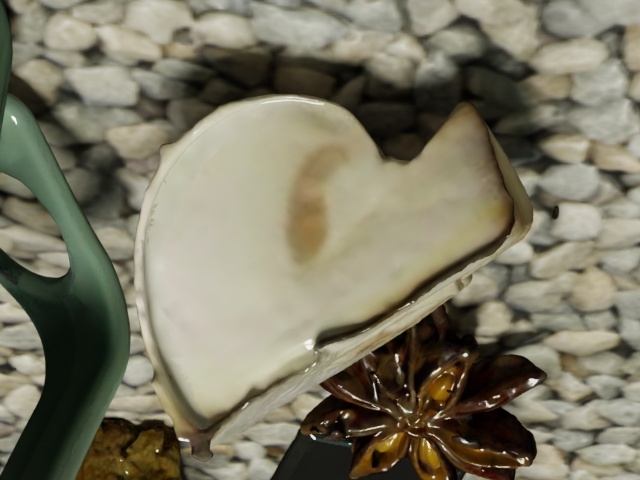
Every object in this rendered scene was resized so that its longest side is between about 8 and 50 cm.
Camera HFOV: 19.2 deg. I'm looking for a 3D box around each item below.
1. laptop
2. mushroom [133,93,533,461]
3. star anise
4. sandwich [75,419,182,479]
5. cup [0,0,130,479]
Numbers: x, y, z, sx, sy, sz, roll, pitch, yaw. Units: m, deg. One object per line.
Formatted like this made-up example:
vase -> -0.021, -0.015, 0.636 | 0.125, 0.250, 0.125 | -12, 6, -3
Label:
laptop -> 0.022, 0.206, 1.466 | 0.135, 0.016, 0.197 | 13, 142, -11
mushroom -> -0.005, -0.006, 1.115 | 0.236, 0.162, 0.173 | -33, 177, 3
star anise -> 0.085, 0.096, 1.267 | 0.177, 0.073, 0.234 | 31, 140, -12
sandwich -> -0.156, 0.328, 1.435 | 0.131, 0.262, 0.325 | 0, 143, 1
cup -> -0.280, 0.030, 0.956 | 0.401, 0.392, 0.310 | 6, 149, -13
